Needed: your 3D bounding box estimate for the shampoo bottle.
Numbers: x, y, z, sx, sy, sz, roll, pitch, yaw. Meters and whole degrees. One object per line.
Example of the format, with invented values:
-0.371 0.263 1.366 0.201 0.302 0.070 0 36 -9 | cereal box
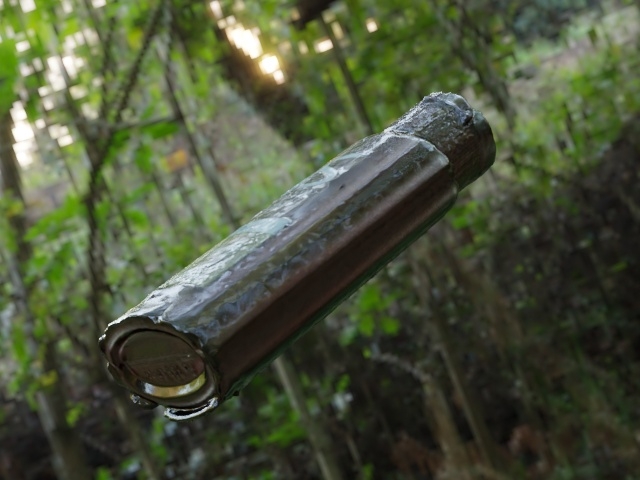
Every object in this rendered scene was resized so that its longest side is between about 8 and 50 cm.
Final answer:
0.000 0.000 1.064 0.323 0.084 0.129 -38 13 -35 | shampoo bottle
